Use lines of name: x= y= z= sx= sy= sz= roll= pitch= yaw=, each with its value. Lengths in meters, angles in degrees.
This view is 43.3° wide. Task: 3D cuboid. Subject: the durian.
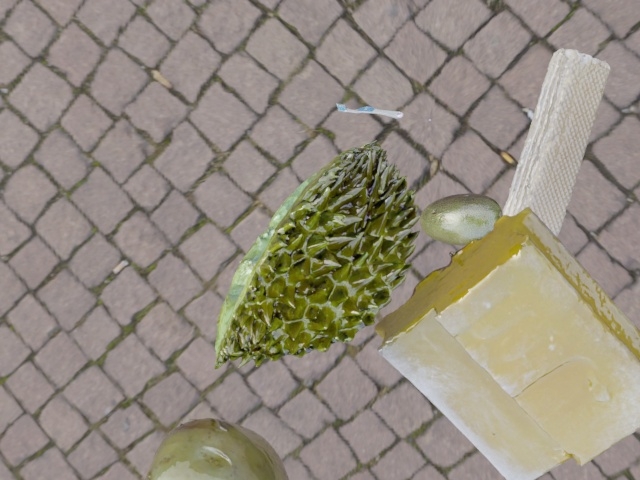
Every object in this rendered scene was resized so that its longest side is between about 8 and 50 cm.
durian: x=0.009 y=0.006 z=0.999 sx=0.163 sy=0.394 sz=0.198 roll=37 pitch=139 yaw=-13

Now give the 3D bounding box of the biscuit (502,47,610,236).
biscuit: x=0.517 y=-0.205 z=1.790 sx=0.144 sy=0.078 sz=0.426 roll=10 pitch=100 yaw=-32

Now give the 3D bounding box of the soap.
soap: x=0.245 y=0.143 z=1.005 sx=0.281 sy=0.143 sz=0.259 roll=43 pitch=114 yaw=-12

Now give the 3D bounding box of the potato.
potato: x=-0.110 y=0.271 z=0.835 sx=0.164 sy=0.262 sz=0.165 roll=-1 pitch=70 yaw=3

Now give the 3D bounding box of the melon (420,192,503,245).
melon: x=0.260 y=-0.038 z=1.499 sx=0.162 sy=0.099 sz=0.099 roll=-4 pitch=99 yaw=35

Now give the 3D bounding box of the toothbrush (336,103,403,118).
toothbrush: x=0.083 y=-0.217 z=1.358 sx=0.014 sy=0.162 sz=0.017 roll=-51 pitch=130 yaw=-17
